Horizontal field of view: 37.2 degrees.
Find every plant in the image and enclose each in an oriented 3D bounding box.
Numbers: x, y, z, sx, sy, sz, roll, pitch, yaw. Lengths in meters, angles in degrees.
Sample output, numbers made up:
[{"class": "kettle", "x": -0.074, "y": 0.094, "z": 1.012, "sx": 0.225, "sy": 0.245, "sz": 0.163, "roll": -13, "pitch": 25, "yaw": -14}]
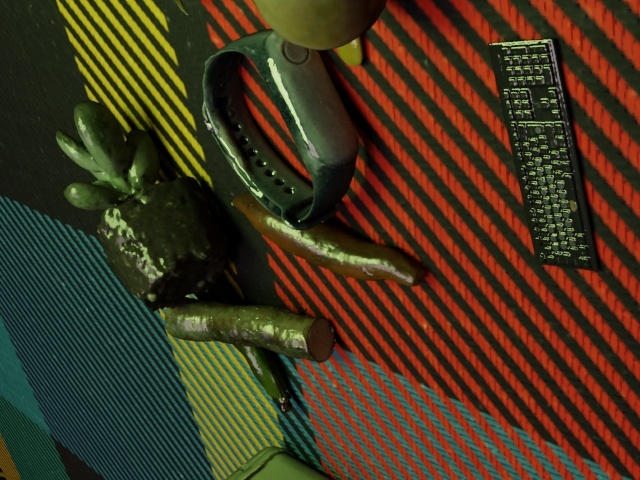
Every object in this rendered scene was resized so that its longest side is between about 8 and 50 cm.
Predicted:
[{"class": "plant", "x": -0.239, "y": -0.047, "z": 1.221, "sx": 0.275, "sy": 0.149, "sz": 0.146, "roll": 55, "pitch": 148, "yaw": 11}]

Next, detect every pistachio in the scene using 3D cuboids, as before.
[{"class": "pistachio", "x": -0.010, "y": -0.240, "z": 0.777, "sx": 0.126, "sy": 0.108, "sz": 0.186, "roll": -33, "pitch": 72, "yaw": 21}]

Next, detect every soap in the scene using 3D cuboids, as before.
[{"class": "soap", "x": 0.023, "y": -0.200, "z": 0.860, "sx": 0.034, "sy": 0.012, "sz": 0.089, "roll": 23, "pitch": 134, "yaw": 43}]

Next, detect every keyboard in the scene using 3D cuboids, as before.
[{"class": "keyboard", "x": 0.179, "y": -0.065, "z": 0.763, "sx": 0.063, "sy": 0.010, "sz": 0.198, "roll": 9, "pitch": 124, "yaw": 48}]

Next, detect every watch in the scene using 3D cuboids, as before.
[{"class": "watch", "x": -0.042, "y": -0.112, "z": 0.976, "sx": 0.206, "sy": 0.068, "sz": 0.193, "roll": 62, "pitch": 151, "yaw": 1}]

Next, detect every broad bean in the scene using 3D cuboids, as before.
[{"class": "broad bean", "x": -0.122, "y": 0.106, "z": 1.287, "sx": 0.297, "sy": 0.043, "sz": 0.060, "roll": 53, "pitch": 157, "yaw": 6}]

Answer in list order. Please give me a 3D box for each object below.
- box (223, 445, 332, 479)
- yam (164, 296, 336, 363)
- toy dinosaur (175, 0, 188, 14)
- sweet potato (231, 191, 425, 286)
[{"class": "box", "x": -0.054, "y": 0.467, "z": 1.214, "sx": 0.343, "sy": 0.352, "sz": 0.177, "roll": 14, "pitch": 128, "yaw": 46}, {"class": "yam", "x": -0.094, "y": 0.108, "z": 1.193, "sx": 0.252, "sy": 0.061, "sz": 0.061, "roll": 5, "pitch": 121, "yaw": 38}, {"class": "toy dinosaur", "x": -0.185, "y": -0.301, "z": 1.036, "sx": 0.180, "sy": 0.037, "sz": 0.058, "roll": 51, "pitch": 152, "yaw": 12}, {"class": "sweet potato", "x": 0.001, "y": 0.000, "z": 1.023, "sx": 0.264, "sy": 0.057, "sz": 0.057, "roll": 25, "pitch": 136, "yaw": 32}]
